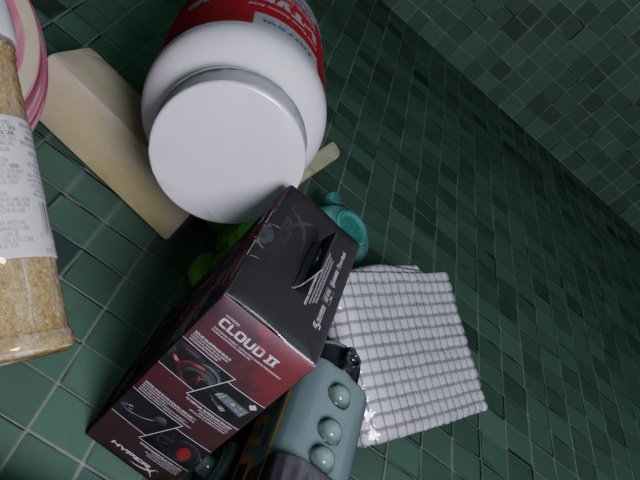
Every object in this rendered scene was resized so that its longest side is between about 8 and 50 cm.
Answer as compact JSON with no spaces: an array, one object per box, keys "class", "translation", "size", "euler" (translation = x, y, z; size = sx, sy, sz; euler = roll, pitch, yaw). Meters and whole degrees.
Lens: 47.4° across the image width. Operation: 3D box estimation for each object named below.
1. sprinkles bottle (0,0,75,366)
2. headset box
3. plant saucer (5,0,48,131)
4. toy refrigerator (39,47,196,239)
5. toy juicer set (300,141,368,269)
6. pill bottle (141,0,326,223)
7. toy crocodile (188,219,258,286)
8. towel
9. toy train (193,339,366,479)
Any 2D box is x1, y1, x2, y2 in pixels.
[{"class":"sprinkles bottle","translation":[-0.327,-0.058,0.694],"size":[0.121,0.121,0.356],"euler":[-7,81,-53]},{"class":"headset box","translation":[-0.088,0.091,0.763],"size":[0.110,0.293,0.218],"euler":[40,31,-10]},{"class":"plant saucer","translation":[-0.439,-0.229,0.786],"size":[0.332,0.084,0.332],"euler":[19,64,-46]},{"class":"toy refrigerator","translation":[-0.267,-0.132,1.000],"size":[0.269,0.094,0.102],"euler":[44,24,-4]},{"class":"toy juicer set","translation":[0.000,0.000,1.175],"size":[0.209,0.089,0.329],"euler":[-9,71,-47]},{"class":"pill bottle","translation":[-0.107,-0.198,0.964],"size":[0.229,0.229,0.408],"euler":[33,26,-21]},{"class":"toy crocodile","translation":[-0.103,-0.007,1.032],"size":[0.105,0.115,0.341],"euler":[37,34,-28]},{"class":"towel","translation":[0.092,0.156,1.026],"size":[0.283,0.121,0.235],"euler":[0,70,-49]},{"class":"toy train","translation":[-0.041,0.241,0.746],"size":[0.142,0.190,0.334],"euler":[41,32,-10]}]
